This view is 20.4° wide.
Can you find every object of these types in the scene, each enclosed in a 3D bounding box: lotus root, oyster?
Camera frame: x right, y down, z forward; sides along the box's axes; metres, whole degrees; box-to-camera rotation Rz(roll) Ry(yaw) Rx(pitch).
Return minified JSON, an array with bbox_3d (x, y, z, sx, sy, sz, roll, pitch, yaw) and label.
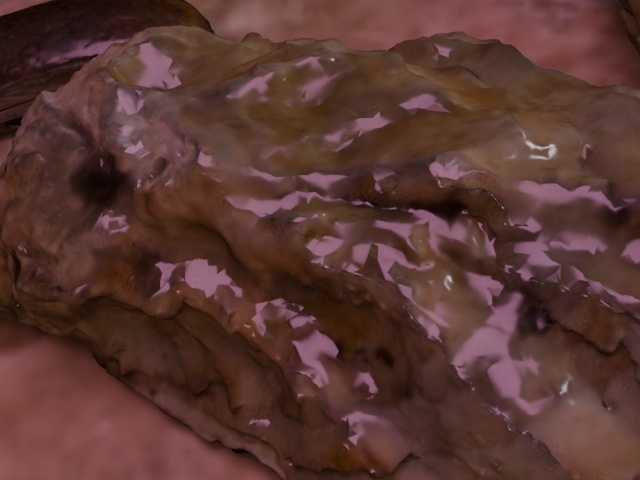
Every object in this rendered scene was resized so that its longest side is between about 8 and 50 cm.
[{"bbox_3d":[-0.071,-0.055,0.511,0.083,0.030,0.037,-10,55,5],"label":"lotus root"},{"bbox_3d":[0.008,-0.006,0.429,0.209,0.072,0.133,24,80,32],"label":"oyster"}]

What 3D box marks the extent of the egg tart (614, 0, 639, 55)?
[{"bbox_3d":[0.189,-0.099,0.449,0.252,0.098,0.232,5,63,11],"label":"egg tart"}]
